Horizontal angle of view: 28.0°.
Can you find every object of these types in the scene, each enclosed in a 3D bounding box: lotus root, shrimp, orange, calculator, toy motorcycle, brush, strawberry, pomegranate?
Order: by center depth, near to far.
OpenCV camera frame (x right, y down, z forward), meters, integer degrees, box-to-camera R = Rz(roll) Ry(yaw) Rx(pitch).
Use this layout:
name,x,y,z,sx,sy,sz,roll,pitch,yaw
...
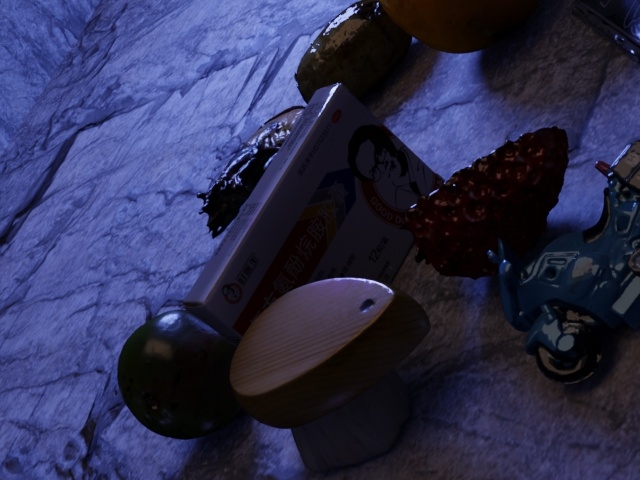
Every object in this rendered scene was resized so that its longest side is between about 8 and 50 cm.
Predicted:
name,x,y,z,sx,sy,sz,roll,pitch,yaw
toy motorcycle,0.285,0.010,1.335,0.272,0.123,0.182,-51,48,0
strawberry,0.207,-0.028,1.451,0.236,0.190,0.111,-45,64,50
brush,0.037,0.146,1.457,0.267,0.166,0.174,-25,34,39
calculator,0.423,-0.324,1.661,0.165,0.028,0.274,-46,24,12
pomegranate,-0.172,0.166,1.761,0.182,0.181,0.224,-24,16,40
orange,0.204,-0.392,1.848,0.246,0.246,0.246,-36,29,24
lotus root,0.064,-0.316,2.079,0.260,0.128,0.145,-41,18,12
shrimp,-0.086,-0.123,2.129,0.178,0.075,0.289,-14,29,45

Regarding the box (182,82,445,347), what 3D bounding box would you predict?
name,x,y,z,sx,sy,sz,roll,pitch,yaw
box,0.000,0.000,1.656,0.069,0.214,0.353,-7,48,56
